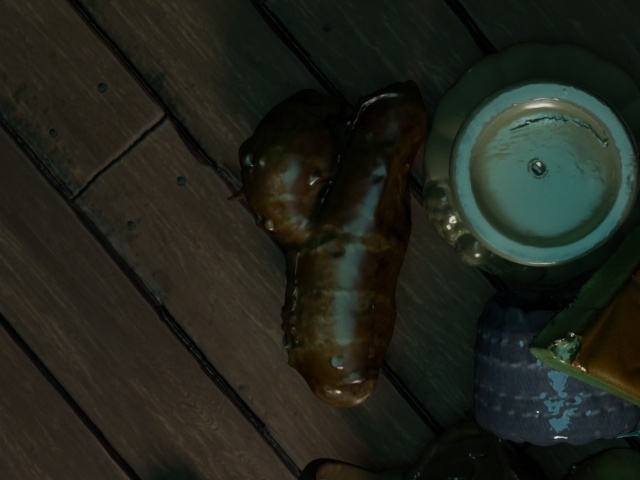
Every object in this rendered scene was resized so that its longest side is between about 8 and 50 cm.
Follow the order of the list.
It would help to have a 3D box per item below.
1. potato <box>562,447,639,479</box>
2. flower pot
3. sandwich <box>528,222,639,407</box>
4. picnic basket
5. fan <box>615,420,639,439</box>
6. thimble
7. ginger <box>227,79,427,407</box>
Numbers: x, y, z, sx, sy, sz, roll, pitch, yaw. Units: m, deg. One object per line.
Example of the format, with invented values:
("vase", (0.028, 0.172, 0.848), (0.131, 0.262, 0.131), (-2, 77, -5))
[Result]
("potato", (0.393, 0.429, 1.620), (0.239, 0.116, 0.299), (21, 102, 1))
("flower pot", (0.263, -0.089, 1.503), (0.307, 0.244, 0.308), (1, 97, 10))
("sandwich", (0.364, 0.128, 1.407), (0.245, 0.063, 0.212), (-41, 111, -30))
("picnic basket", (0.111, 0.367, 1.550), (0.337, 0.293, 0.337), (-4, 110, -11))
("fan", (0.427, 0.254, 1.640), (0.083, 0.004, 0.056), (-11, 96, 10))
("thimble", (0.291, 0.144, 1.533), (0.205, 0.236, 0.172), (0, 96, 15))
("ginger", (0.000, 0.000, 1.596), (0.254, 0.176, 0.418), (5, 96, 16))
